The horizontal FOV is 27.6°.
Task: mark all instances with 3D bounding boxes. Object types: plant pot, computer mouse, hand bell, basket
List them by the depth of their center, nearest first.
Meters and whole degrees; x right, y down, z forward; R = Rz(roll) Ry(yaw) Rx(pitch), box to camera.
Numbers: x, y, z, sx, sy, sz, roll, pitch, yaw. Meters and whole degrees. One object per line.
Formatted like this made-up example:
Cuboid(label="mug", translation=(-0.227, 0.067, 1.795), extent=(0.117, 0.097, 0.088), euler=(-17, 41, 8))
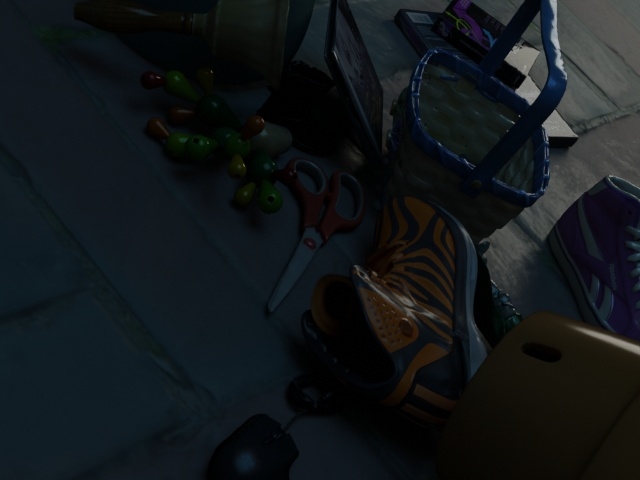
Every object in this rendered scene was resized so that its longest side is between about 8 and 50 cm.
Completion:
Cuboid(label="computer mouse", translation=(-0.028, 0.176, 1.244), extent=(0.071, 0.041, 0.242), euler=(40, 35, 8))
Cuboid(label="plant pot", translation=(0.248, 0.203, 1.262), extent=(0.203, 0.290, 0.291), euler=(32, 32, 24))
Cuboid(label="hand bell", translation=(-0.159, -0.249, 1.482), extent=(0.242, 0.126, 0.126), euler=(7, 40, -2))
Cuboid(label="basket", translation=(0.197, -0.143, 1.577), extent=(0.201, 0.289, 0.254), euler=(32, 32, -14))
Cuboid(label="plant pot", translation=(-0.120, -0.366, 1.602), extent=(0.290, 0.195, 0.290), euler=(13, 52, -18))

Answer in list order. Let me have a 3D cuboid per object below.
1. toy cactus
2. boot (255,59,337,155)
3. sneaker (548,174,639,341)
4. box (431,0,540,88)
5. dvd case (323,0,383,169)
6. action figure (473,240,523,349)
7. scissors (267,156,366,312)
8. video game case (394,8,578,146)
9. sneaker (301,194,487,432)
Cuboid(label="toy cactus", translation=(-0.094, -0.124, 1.495), extent=(0.219, 0.112, 0.180), euler=(40, 24, 23))
Cuboid(label="boot", translation=(-0.015, -0.163, 1.589), extent=(0.121, 0.099, 0.045), euler=(22, 39, -18))
Cuboid(label="sneaker", translation=(0.403, 0.039, 1.654), extent=(0.102, 0.161, 0.282), euler=(3, 48, -39))
Cuboid(label="box", translation=(0.257, -0.308, 1.999), extent=(0.162, 0.029, 0.116), euler=(36, 35, -1))
Cuboid(label="dvd case", translation=(0.046, -0.212, 1.660), extent=(0.221, 0.018, 0.164), euler=(-83, 153, -58))
Cuboid(label="action figure", translation=(0.221, 0.115, 1.472), extent=(0.063, 0.137, 0.232), euler=(-24, 68, -5))
Cuboid(label="scissors", translation=(0.000, 0.000, 1.483), extent=(0.109, 0.021, 0.297), euler=(27, 35, -16))
Cuboid(label="video game case", translation=(0.250, -0.246, 1.968), extent=(0.196, 0.026, 0.274), euler=(-3, 51, -41))
Cuboid(label="sneaker", translation=(0.071, 0.045, 1.381), extent=(0.180, 0.124, 0.321), euler=(25, 33, -29))
